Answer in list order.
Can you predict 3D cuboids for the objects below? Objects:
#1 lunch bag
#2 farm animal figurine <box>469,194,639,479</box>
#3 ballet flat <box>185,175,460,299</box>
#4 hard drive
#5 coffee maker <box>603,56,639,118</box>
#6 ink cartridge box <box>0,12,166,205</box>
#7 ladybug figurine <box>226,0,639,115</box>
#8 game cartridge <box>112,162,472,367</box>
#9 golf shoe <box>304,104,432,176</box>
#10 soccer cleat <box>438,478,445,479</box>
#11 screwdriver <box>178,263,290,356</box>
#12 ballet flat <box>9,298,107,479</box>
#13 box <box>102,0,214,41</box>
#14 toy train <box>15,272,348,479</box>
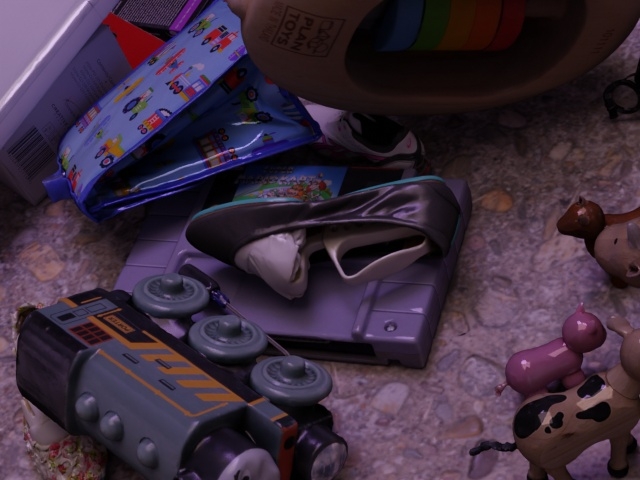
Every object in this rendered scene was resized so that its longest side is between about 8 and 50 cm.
[{"bbox_3d":[-0.179,-0.129,1.671,0.293,0.138,0.221,-30,26,-6],"label":"lunch bag"},{"bbox_3d":[0.316,0.066,1.330,0.326,0.172,0.330,3,50,22],"label":"farm animal figurine"},{"bbox_3d":[0.000,0.000,1.486,0.280,0.095,0.096,-10,59,11],"label":"ballet flat"},{"bbox_3d":[-0.418,-0.183,1.723,0.233,0.047,0.353,22,69,36],"label":"hard drive"},{"bbox_3d":[0.389,-0.237,1.621,0.171,0.120,0.178,-5,47,16],"label":"coffee maker"},{"bbox_3d":[-0.371,-0.231,1.859,0.309,0.130,0.272,31,70,38],"label":"ink cartridge box"},{"bbox_3d":[0.115,-0.263,1.534,0.449,0.305,0.162,-1,56,-25],"label":"ladybug figurine"},{"bbox_3d":[-0.034,0.016,1.582,0.355,0.068,0.230,3,54,22],"label":"game cartridge"},{"bbox_3d":[0.042,-0.124,1.664,0.186,0.086,0.067,23,62,36],"label":"golf shoe"},{"bbox_3d":[0.133,0.243,1.335,0.035,0.029,0.083,-24,48,-15],"label":"soccer cleat"},{"bbox_3d":[-0.085,0.073,1.502,0.024,0.025,0.170,-40,58,-19],"label":"screwdriver"},{"bbox_3d":[-0.278,0.154,1.525,0.091,0.077,0.241,-30,46,4],"label":"ballet flat"},{"bbox_3d":[-0.212,-0.311,1.964,0.162,0.029,0.116,12,54,27],"label":"box"},{"bbox_3d":[-0.134,0.147,1.403,0.190,0.142,0.334,-18,38,-41],"label":"toy train"}]
